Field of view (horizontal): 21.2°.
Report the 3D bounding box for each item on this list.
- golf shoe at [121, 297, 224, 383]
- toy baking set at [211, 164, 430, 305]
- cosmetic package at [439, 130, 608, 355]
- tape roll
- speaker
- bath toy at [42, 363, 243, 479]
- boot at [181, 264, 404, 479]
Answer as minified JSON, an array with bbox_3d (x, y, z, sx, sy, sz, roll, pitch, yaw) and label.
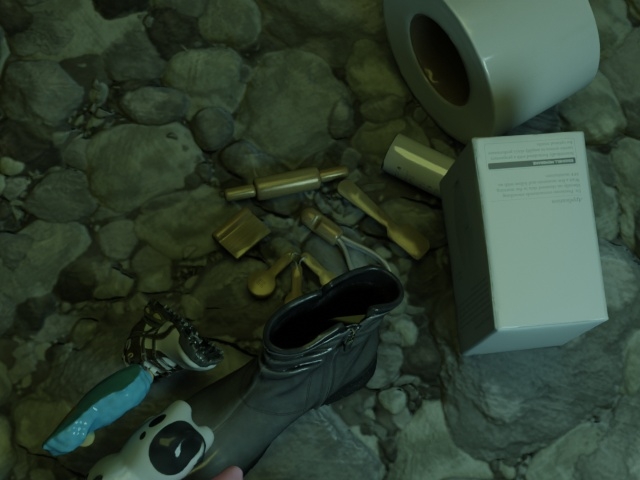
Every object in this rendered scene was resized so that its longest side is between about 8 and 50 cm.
[{"bbox_3d":[-0.177,0.135,1.993,0.077,0.198,0.094,42,83,-19],"label":"golf shoe"},{"bbox_3d":[-0.003,-0.006,2.151,0.256,0.030,0.196,-16,68,-12],"label":"toy baking set"},{"bbox_3d":[0.236,0.009,2.023,0.138,0.224,0.224,-4,80,-7],"label":"cosmetic package"},{"bbox_3d":[0.215,-0.263,2.176,0.169,0.246,0.246,-29,69,-18],"label":"tape roll"},{"bbox_3d":[0.149,-0.084,2.185,0.136,0.055,0.055,26,64,9],"label":"speaker"},{"bbox_3d":[-0.144,0.306,1.876,0.348,0.151,0.129,46,30,-6],"label":"bath toy"},{"bbox_3d":[-0.064,0.153,1.953,0.338,0.222,0.118,-37,73,-20],"label":"boot"}]
